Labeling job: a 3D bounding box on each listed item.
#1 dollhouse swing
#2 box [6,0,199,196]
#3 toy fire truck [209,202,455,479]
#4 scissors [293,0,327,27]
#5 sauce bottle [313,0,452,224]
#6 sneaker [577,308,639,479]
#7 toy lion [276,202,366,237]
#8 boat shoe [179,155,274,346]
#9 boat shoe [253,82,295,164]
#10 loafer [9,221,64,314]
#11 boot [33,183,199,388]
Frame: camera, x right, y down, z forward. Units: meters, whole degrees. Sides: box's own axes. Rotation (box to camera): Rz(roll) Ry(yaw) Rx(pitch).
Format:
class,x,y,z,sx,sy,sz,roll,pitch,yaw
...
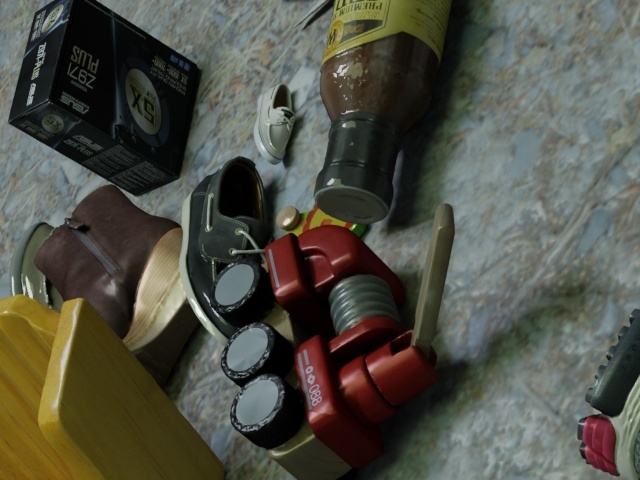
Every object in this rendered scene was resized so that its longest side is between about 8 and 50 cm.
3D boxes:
class,x,y,z,sx,sy,sz,roll,pitch,yaw
dollhouse swing,-0.316,0.279,1.731,0.347,0.315,0.305,-13,34,40
box,-0.230,-0.157,2.055,0.077,0.180,0.147,-21,49,42
toy fire truck,0.035,0.057,1.606,0.246,0.158,0.217,-32,41,16
scissors,0.080,-0.306,1.922,0.297,0.021,0.109,-48,37,13
sauce bottle,0.060,-0.181,1.772,0.111,0.111,0.344,-19,50,44
sneaker,0.292,0.043,1.324,0.112,0.121,0.299,23,81,26
toy lion,0.000,0.000,1.783,0.096,0.034,0.100,-10,56,39
boat shoe,-0.083,0.012,1.827,0.079,0.084,0.233,-40,35,26
boat shoe,-0.042,-0.119,1.923,0.035,0.035,0.100,-38,33,32
loafer,-0.269,0.090,2.014,0.087,0.094,0.251,-15,59,15
boot,-0.227,0.073,1.926,0.248,0.090,0.207,-48,48,-11
